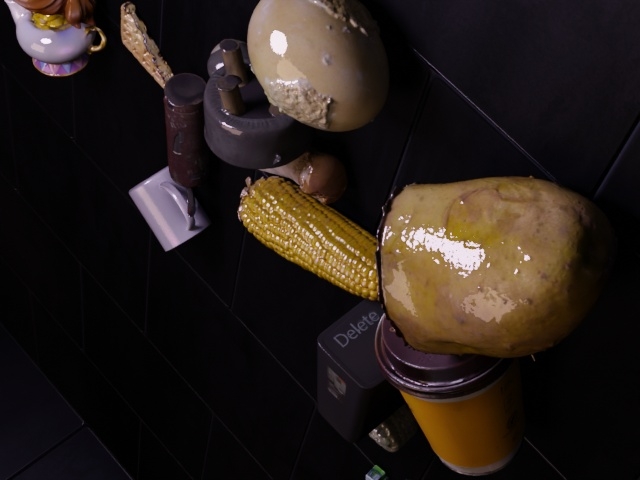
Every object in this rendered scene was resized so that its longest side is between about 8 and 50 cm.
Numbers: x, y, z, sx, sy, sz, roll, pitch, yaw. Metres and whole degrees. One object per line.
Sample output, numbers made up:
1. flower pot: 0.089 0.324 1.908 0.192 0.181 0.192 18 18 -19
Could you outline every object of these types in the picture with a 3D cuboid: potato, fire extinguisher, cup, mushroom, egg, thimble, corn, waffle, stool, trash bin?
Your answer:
1. potato: 0.215 0.029 1.409 0.266 0.229 0.229 4 126 45
2. fire extinguisher: -0.218 -0.152 2.040 0.267 0.072 0.089 96 169 -53
3. cup: 0.189 0.187 1.668 0.196 0.196 0.279 31 154 39
4. mushroom: -0.040 -0.111 1.819 0.084 0.071 0.209 33 174 -39
5. egg: 0.000 -0.225 1.510 0.201 0.164 0.164 53 154 4
6. thimble: 0.107 0.294 2.053 0.110 0.062 0.084 43 153 22
7. cup: -0.258 -0.064 2.208 0.136 0.099 0.133 -26 98 43
8. corn: 0.000 0.000 1.840 0.305 0.106 0.106 32 146 33
9. waffle: -0.275 -0.309 2.016 0.152 0.023 0.097 49 154 15
10. stool: -0.101 -0.204 1.704 0.228 0.153 0.139 39 150 28
11. trash bin: 0.079 0.191 1.870 0.115 0.165 0.225 43 154 20

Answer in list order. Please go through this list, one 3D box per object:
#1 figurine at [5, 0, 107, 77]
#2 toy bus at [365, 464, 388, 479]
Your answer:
1. figurine: -0.447 -0.402 2.069 0.190 0.142 0.263 14 142 7
2. toy bus: 0.103 0.450 2.274 0.031 0.037 0.083 35 147 33
